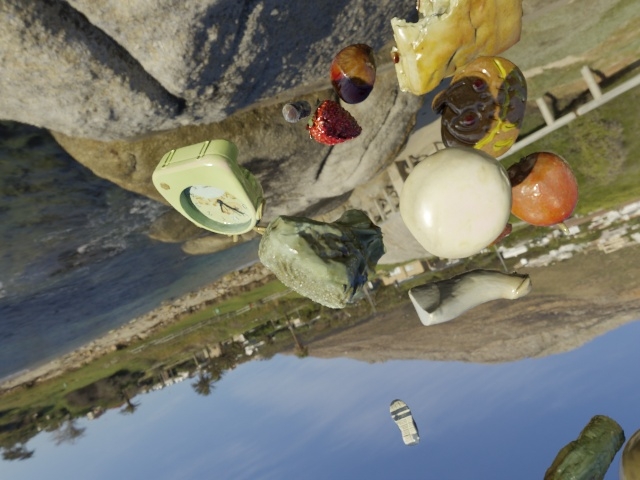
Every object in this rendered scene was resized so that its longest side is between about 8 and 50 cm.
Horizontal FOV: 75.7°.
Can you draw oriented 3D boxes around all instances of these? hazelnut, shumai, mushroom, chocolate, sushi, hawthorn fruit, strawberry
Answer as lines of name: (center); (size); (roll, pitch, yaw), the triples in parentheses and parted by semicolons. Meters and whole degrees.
hazelnut: (0.119, -0.580, 1.419); (0.170, 0.161, 0.202); (9, -123, 29)
shumai: (0.000, 0.000, 0.867); (0.225, 0.222, 0.260); (7, 156, 44)
mushroom: (0.505, 0.176, 1.377); (0.396, 0.126, 0.177); (-17, -160, -9)
chocolate: (-0.086, -0.473, 1.503); (0.072, 0.072, 0.167); (-26, -168, 30)
mushroom: (0.294, -0.082, 0.922); (0.246, 0.246, 0.202); (-24, -177, -7)
sushi: (0.534, -0.017, 1.263); (0.118, 0.062, 0.060); (-24, 144, 21)
hawthorn fruit: (0.639, -0.129, 1.177); (0.199, 0.251, 0.199); (-32, 174, -4)
strawberry: (0.062, -0.435, 1.602); (0.174, 0.228, 0.098); (-60, -153, 7)

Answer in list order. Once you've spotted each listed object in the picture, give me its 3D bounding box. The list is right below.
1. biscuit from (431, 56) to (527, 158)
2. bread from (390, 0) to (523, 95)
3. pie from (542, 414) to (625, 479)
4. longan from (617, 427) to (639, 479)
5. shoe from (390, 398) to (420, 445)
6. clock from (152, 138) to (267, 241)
biscuit: (0.601, -0.502, 1.565); (0.350, 0.395, 0.070); (6, -178, 1)
bread: (0.328, -0.548, 0.957); (0.370, 0.314, 0.191); (-35, -138, -11)
pie: (0.518, 0.476, 0.847); (0.277, 0.078, 0.277); (-26, 137, -27)
longan: (0.913, 0.579, 0.964); (0.360, 0.361, 0.361); (-24, 176, -2)
shoe: (0.272, 0.577, 1.316); (0.063, 0.143, 0.071); (-27, 166, 8)
clock: (-0.249, -0.105, 1.046); (0.234, 0.096, 0.308); (-7, 141, 25)
